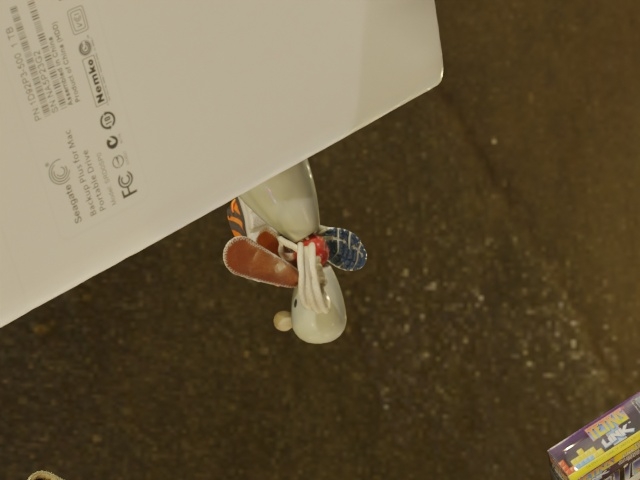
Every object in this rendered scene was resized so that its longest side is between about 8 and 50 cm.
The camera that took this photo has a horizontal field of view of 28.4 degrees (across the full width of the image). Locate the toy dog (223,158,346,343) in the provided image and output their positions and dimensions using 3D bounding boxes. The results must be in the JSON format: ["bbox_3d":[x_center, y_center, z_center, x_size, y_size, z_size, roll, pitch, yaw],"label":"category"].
[{"bbox_3d":[-0.080,-0.030,1.603,0.220,0.161,0.333,44,35,-73],"label":"toy dog"}]

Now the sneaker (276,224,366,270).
[{"bbox_3d":[0.000,0.000,1.725,0.135,0.058,0.052,25,85,-14],"label":"sneaker"}]

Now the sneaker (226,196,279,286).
[{"bbox_3d":[-0.098,-0.089,1.828,0.180,0.125,0.321,-179,-100,-75],"label":"sneaker"}]

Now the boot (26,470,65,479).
[{"bbox_3d":[-0.242,0.335,1.251,0.077,0.165,0.213,-35,84,-40],"label":"boot"}]

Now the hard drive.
[{"bbox_3d":[-0.070,-0.112,0.604,0.308,0.040,0.203,-32,124,-32],"label":"hard drive"}]

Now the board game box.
[{"bbox_3d":[0.329,0.226,1.361,0.048,0.170,0.141,54,-10,36],"label":"board game box"}]
